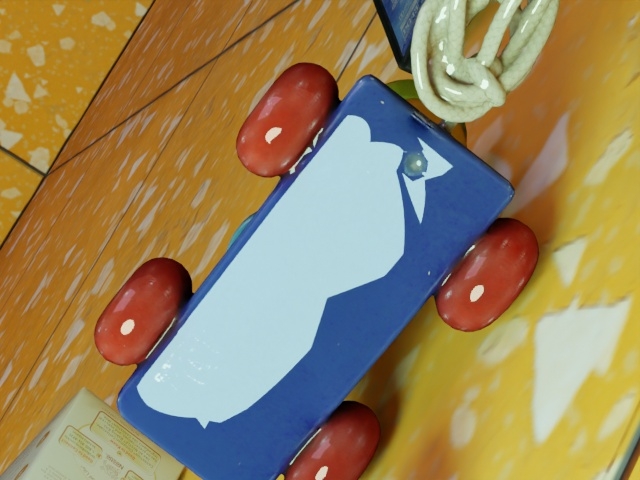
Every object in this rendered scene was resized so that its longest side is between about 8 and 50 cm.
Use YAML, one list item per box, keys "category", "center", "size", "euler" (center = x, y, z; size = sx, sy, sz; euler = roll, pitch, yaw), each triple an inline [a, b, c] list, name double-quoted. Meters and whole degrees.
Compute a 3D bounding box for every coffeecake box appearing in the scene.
- category: "coffeecake box"
  center: [-0.154, 0.179, 0.653]
  size: [0.142, 0.068, 0.185]
  euler: [-45, 11, 36]

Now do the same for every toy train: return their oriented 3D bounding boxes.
- category: "toy train"
  center: [0.032, -0.031, 0.513]
  size: [0.248, 0.105, 0.143]
  euler: [-52, 3, 18]

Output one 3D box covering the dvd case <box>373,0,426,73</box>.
- category: "dvd case"
  center: [0.063, -0.225, 0.750]
  size: [0.253, 0.022, 0.180]
  euler: [-104, 35, -50]
